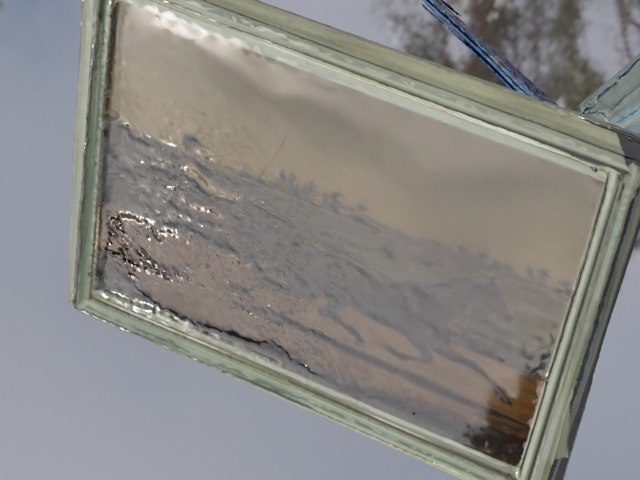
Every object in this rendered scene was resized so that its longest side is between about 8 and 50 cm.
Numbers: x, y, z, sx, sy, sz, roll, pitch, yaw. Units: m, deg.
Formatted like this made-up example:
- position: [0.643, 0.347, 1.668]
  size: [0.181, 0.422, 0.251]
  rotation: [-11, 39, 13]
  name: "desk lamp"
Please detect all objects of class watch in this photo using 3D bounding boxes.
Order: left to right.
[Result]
- position: [0.214, -0.230, 1.245]
  size: [0.274, 0.276, 0.068]
  rotation: [50, -156, 26]
  name: "watch"

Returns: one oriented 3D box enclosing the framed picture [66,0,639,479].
- position: [0.000, 0.000, 0.685]
  size: [0.252, 0.197, 0.014]
  rotation: [22, -142, 16]
  name: "framed picture"
